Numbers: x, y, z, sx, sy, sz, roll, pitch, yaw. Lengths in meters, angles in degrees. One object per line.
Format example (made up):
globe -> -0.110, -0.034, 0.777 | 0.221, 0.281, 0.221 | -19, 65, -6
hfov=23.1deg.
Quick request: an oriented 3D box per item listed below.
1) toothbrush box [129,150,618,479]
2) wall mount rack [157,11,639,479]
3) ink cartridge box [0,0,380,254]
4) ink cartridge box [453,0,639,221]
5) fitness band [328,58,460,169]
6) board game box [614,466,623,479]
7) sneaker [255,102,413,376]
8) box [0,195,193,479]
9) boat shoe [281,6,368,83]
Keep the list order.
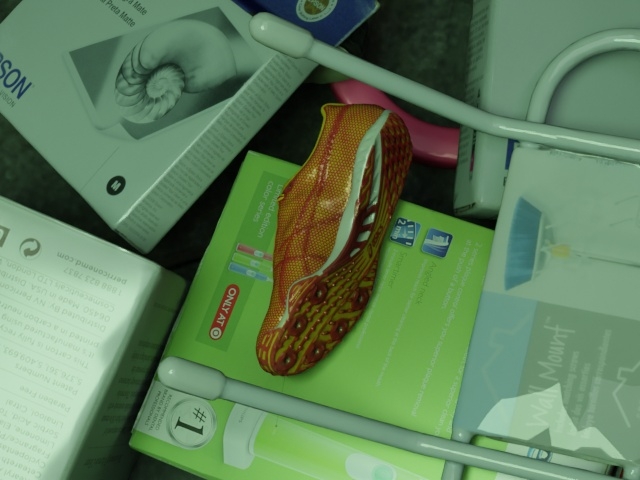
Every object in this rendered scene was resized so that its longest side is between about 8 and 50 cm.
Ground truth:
toothbrush box -> 0.055, 0.091, 0.995 | 0.283, 0.122, 0.206 | 18, 81, 17
wall mount rack -> 0.092, 0.016, 0.874 | 0.304, 0.130, 0.350 | 11, 77, 15
ink cartridge box -> -0.108, -0.135, 1.042 | 0.224, 0.045, 0.223 | -47, 52, -3
ink cartridge box -> 0.262, -0.159, 1.028 | 0.324, 0.071, 0.330 | 6, 86, -11
fitness band -> 0.104, -0.193, 1.085 | 0.209, 0.054, 0.291 | 5, 84, 4
board game box -> 0.338, 0.113, 0.975 | 0.305, 0.053, 0.193 | 21, 86, -25
sneaker -> 0.000, 0.000, 0.944 | 0.067, 0.064, 0.175 | 12, 73, 38
box -> -0.225, 0.149, 0.989 | 0.168, 0.215, 0.345 | 23, 86, 6
boat shoe -> -0.025, -0.132, 1.060 | 0.133, 0.049, 0.042 | 1, 58, 38
